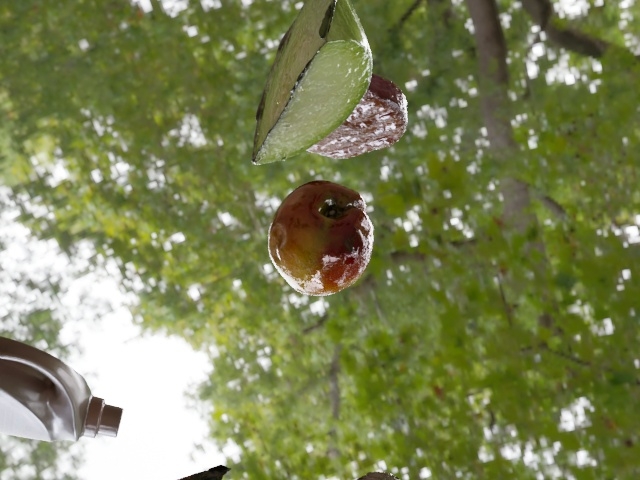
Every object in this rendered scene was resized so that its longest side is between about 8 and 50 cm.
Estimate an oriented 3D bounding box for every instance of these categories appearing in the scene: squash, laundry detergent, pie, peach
[{"bbox_3d":[0.008,-0.180,1.100,0.192,0.085,0.184,-53,-160,43],"label":"squash"},{"bbox_3d":[-0.356,0.180,1.311,0.237,0.171,0.076,14,-129,-8],"label":"laundry detergent"},{"bbox_3d":[0.024,-0.160,1.374,0.182,0.182,0.049,-7,-118,22],"label":"pie"},{"bbox_3d":[-0.001,0.000,0.982,0.101,0.100,0.101,-15,-150,9],"label":"peach"}]

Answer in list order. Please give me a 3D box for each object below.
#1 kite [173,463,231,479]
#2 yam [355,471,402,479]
[{"bbox_3d":[-0.179,0.338,1.181,0.189,0.009,0.232,23,-106,39],"label":"kite"},{"bbox_3d":[0.065,0.342,1.089,0.128,0.129,0.238,3,-161,-3],"label":"yam"}]
